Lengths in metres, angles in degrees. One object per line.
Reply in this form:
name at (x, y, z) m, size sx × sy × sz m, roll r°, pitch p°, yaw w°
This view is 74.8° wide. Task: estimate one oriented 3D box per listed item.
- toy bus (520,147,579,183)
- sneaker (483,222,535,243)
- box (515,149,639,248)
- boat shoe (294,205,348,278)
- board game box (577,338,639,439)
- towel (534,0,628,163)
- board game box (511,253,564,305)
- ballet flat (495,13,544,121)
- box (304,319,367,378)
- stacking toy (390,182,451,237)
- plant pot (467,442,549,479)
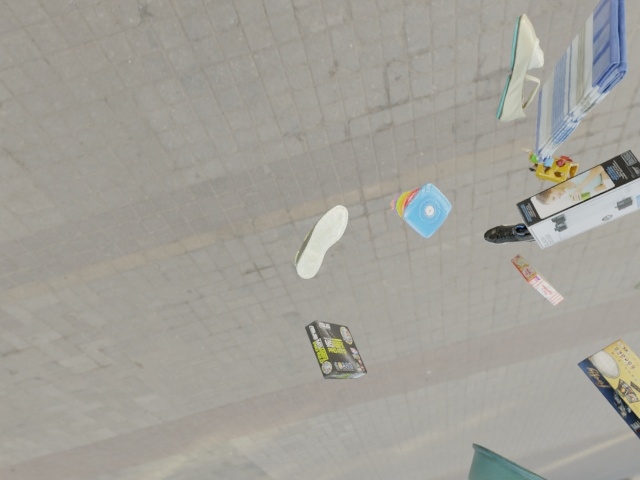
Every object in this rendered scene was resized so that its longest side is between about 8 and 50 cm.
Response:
toy bus at (0.889, -0.282, 1.640) m, size 0.190 × 0.202 × 0.105 m, roll 10°, pitch 112°, yaw 2°
sneaker at (0.727, -0.034, 1.607) m, size 0.216 × 0.079 × 0.121 m, roll -4°, pitch 169°, yaw 35°
box at (0.701, -0.098, 1.124) m, size 0.289 × 0.087 × 0.169 m, roll -28°, pitch 143°, yaw 26°
boat shoe at (-0.004, -0.002, 1.585) m, size 0.109 × 0.091 × 0.305 m, roll 32°, pitch 88°, yaw -20°
board game box at (0.805, 0.389, 1.069) m, size 0.164 × 0.243 × 0.042 m, roll -13°, pitch 146°, yaw -27°
towel at (0.501, -0.309, 0.823) m, size 0.034 × 0.210 × 0.285 m, roll 12°, pitch 158°, yaw 6°
board game box at (0.816, 0.144, 1.585) m, size 0.146 × 0.193 × 0.045 m, roll 40°, pitch 109°, yaw -8°
ballet flat at (0.471, -0.391, 0.971) m, size 0.086 × 0.086 × 0.249 m, roll -12°, pitch 136°, yaw -3°
box at (0.066, 0.439, 1.673) m, size 0.060 × 0.217 × 0.270 m, roll -35°, pitch 149°, yaw 19°
stacking toy at (0.362, -0.140, 1.696) m, size 0.165 × 0.302 × 0.175 m, roll 39°, pitch 88°, yaw -21°
plant pot at (0.452, 0.712, 0.948) m, size 0.341 × 0.340 × 0.334 m, roll 45°, pitch 68°, yaw -43°
